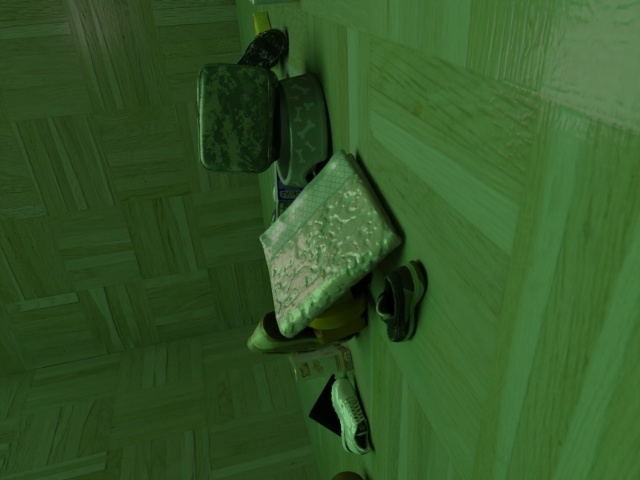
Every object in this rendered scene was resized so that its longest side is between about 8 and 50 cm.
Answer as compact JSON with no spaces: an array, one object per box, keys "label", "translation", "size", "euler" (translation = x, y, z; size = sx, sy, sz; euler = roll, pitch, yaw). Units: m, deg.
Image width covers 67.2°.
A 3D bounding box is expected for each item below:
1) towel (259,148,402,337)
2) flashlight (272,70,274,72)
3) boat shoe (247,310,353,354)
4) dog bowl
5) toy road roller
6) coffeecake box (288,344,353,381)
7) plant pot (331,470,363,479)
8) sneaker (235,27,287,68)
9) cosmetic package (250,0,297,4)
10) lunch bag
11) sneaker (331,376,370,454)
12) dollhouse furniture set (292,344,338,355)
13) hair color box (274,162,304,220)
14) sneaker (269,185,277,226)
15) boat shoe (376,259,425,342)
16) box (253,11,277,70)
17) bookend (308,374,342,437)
[{"label":"towel","translation":[-0.003,-0.001,1.065],"size":[0.332,0.053,0.317],"euler":[-44,42,23]},{"label":"flashlight","translation":[-0.147,-0.467,1.708],"size":[0.103,0.103,0.304],"euler":[93,159,-67]},{"label":"boat shoe","translation":[-0.050,0.259,1.361],"size":[0.110,0.341,0.121],"euler":[-47,51,32]},{"label":"dog bowl","translation":[-0.072,-0.321,1.444],"size":[0.349,0.102,0.348],"euler":[174,90,-76]},{"label":"toy road roller","translation":[0.006,0.122,1.294],"size":[0.329,0.203,0.240],"euler":[-124,15,-60]},{"label":"coffeecake box","translation":[-0.002,0.403,1.591],"size":[0.142,0.186,0.068],"euler":[152,108,-79]},{"label":"plant pot","translation":[0.089,0.877,1.537],"size":[0.254,0.237,0.237],"euler":[-91,-5,-72]},{"label":"sneaker","translation":[-0.195,-0.698,1.771],"size":[0.296,0.124,0.178],"euler":[-23,30,44]},{"label":"cosmetic package","translation":[-0.158,-0.824,1.403],"size":[0.224,0.138,0.224],"euler":[-114,18,-55]},{"label":"lunch bag","translation":[-0.219,-0.354,1.380],"size":[0.256,0.213,0.305],"euler":[-83,-5,-74]},{"label":"sneaker","translation":[0.103,0.543,1.503],"size":[0.095,0.090,0.235],"euler":[-40,64,62]},{"label":"dollhouse furniture set","translation":[-0.004,0.363,1.813],"size":[0.242,0.161,0.212],"euler":[-58,-38,-73]},{"label":"hair color box","translation":[-0.106,-0.166,1.680],"size":[0.338,0.110,0.185],"euler":[-96,8,-48]},{"label":"sneaker","translation":[-0.119,-0.143,1.940],"size":[0.112,0.121,0.299],"euler":[24,121,33]},{"label":"boat shoe","translation":[0.140,0.123,0.917],"size":[0.223,0.074,0.080],"euler":[93,163,-48]},{"label":"box","translation":[-0.223,-0.805,1.949],"size":[0.087,0.058,0.232],"euler":[106,152,-68]},{"label":"bookend","translation":[0.067,0.565,1.638],"size":[0.157,0.156,0.072],"euler":[-56,-13,-29]}]
